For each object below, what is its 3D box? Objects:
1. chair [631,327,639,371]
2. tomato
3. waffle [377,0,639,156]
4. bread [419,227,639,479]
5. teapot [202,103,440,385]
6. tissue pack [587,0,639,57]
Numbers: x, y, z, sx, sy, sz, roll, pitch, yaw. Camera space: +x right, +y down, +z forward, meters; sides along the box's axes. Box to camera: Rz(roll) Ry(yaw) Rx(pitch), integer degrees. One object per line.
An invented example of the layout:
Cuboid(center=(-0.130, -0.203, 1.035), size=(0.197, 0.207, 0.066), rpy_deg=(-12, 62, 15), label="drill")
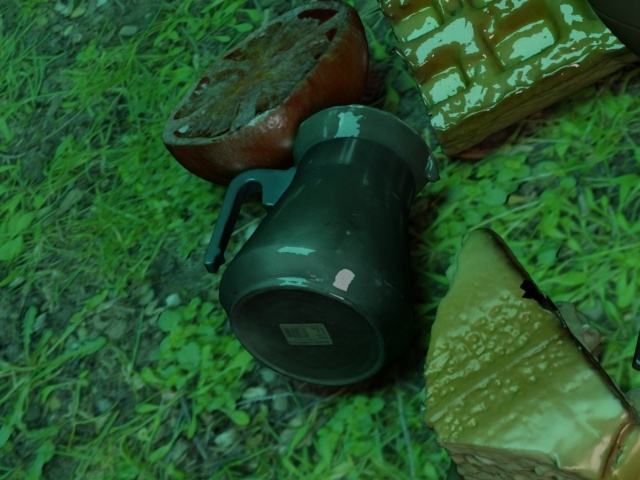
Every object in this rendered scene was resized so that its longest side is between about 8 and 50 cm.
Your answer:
Cuboid(center=(0.345, 0.010, 1.293), size=(0.154, 0.141, 0.260), rpy_deg=(-3, 56, 34), label="chair")
Cuboid(center=(-0.041, -0.134, 1.710), size=(0.237, 0.095, 0.237), rpy_deg=(-32, 25, 16), label="tomato")
Cuboid(center=(0.189, -0.276, 1.640), size=(0.304, 0.077, 0.348), rpy_deg=(-26, 60, 14), label="waffle")
Cuboid(center=(0.193, 0.119, 1.274), size=(0.211, 0.183, 0.224), rpy_deg=(4, 60, 37), label="bread")
Cuboid(center=(0.000, 0.000, 1.533), size=(0.203, 0.171, 0.225), rpy_deg=(2, 48, 18), label="teapot")
Cuboid(center=(0.394, -0.234, 1.305), size=(0.387, 0.277, 0.267), rpy_deg=(19, 66, 40), label="tissue pack")
